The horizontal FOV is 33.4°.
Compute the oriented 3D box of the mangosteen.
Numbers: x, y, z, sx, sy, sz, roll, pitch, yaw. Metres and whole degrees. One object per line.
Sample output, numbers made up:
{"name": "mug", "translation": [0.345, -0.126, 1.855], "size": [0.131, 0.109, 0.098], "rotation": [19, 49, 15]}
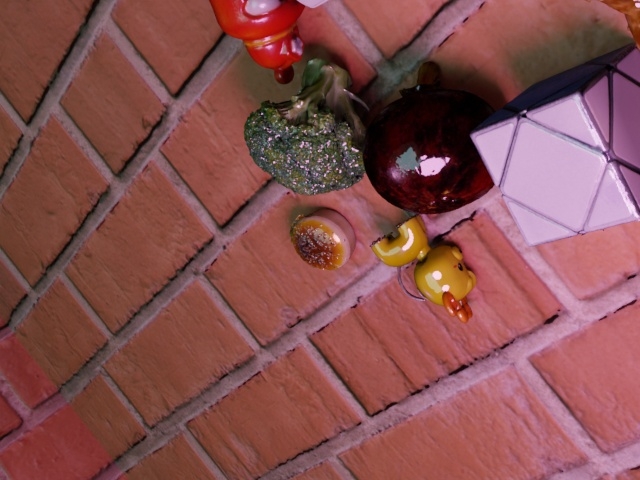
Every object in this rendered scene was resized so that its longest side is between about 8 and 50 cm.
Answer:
{"name": "mangosteen", "translation": [0.182, -0.177, 1.743], "size": [0.235, 0.235, 0.261], "rotation": [-28, 63, 49]}

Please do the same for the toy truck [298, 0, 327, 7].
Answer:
{"name": "toy truck", "translation": [-0.039, -0.557, 1.661], "size": [0.173, 0.207, 0.388], "rotation": [-23, 102, 48]}

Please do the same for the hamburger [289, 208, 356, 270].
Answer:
{"name": "hamburger", "translation": [0.000, 0.000, 2.117], "size": [0.141, 0.081, 0.127], "rotation": [26, 133, 26]}

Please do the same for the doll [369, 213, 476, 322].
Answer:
{"name": "doll", "translation": [0.202, 0.059, 1.940], "size": [0.135, 0.143, 0.221], "rotation": [-40, 87, 15]}

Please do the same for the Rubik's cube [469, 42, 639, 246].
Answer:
{"name": "Rubik's cube", "translation": [0.384, -0.138, 1.568], "size": [0.205, 0.205, 0.207], "rotation": [-16, 105, 47]}

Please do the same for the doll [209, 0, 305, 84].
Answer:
{"name": "doll", "translation": [-0.113, -0.437, 1.838], "size": [0.160, 0.182, 0.363], "rotation": [0, 121, 35]}

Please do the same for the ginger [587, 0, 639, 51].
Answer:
{"name": "ginger", "translation": [0.451, -0.388, 1.337], "size": [0.274, 0.152, 0.357], "rotation": [-35, 100, 34]}

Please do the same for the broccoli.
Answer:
{"name": "broccoli", "translation": [-0.008, -0.196, 1.877], "size": [0.261, 0.242, 0.269], "rotation": [13, 170, 43]}
